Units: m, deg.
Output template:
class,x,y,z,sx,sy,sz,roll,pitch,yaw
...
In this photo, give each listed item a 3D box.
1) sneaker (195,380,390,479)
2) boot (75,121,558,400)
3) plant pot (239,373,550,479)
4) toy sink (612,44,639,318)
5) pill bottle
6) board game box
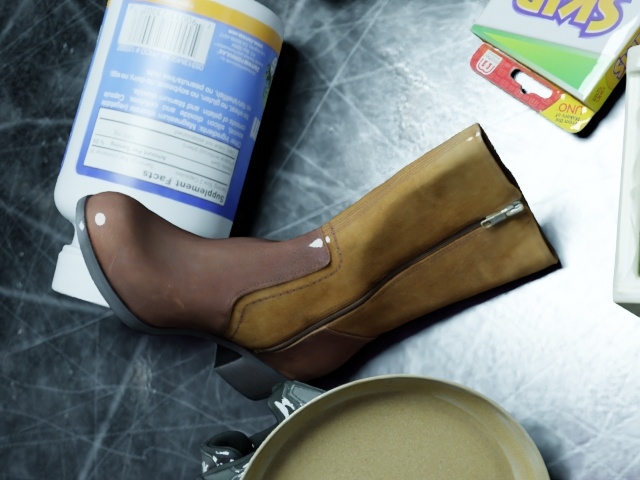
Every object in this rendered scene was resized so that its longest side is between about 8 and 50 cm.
class,x,y,z,sx,sy,sz,roll,pitch,yaw
sneaker,-0.056,0.224,0.885,0.135,0.097,0.276,34,96,0
boot,0.000,0.000,0.834,0.280,0.264,0.096,-27,37,22
plant pot,0.049,0.204,0.822,0.236,0.032,0.236,-2,101,-8
toy sink,0.286,-0.063,0.763,0.152,0.131,0.234,3,80,28
pill bottle,-0.135,-0.075,0.975,0.152,0.152,0.272,14,87,29
board game box,0.223,-0.217,0.878,0.124,0.039,0.259,41,102,35
